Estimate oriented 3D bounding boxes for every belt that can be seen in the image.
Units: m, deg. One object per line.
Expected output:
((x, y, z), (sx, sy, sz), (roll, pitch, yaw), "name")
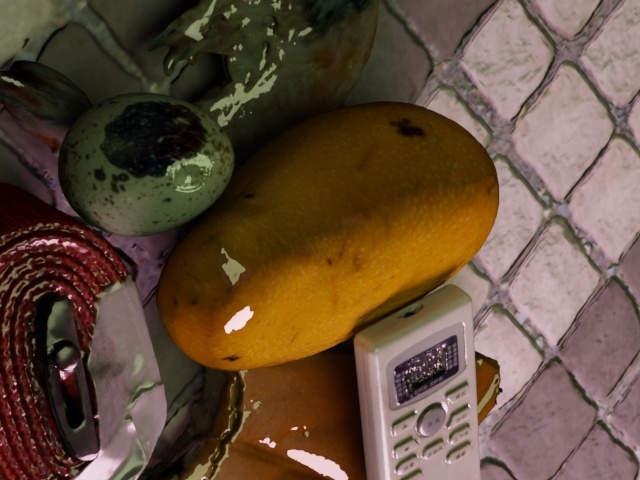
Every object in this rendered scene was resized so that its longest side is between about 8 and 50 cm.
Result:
((-0.171, 0.070, 1.153), (0.128, 0.124, 0.201), (-24, 117, -26), "belt")

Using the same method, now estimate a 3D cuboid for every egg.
((-0.102, -0.045, 1.129), (0.085, 0.110, 0.085), (5, 84, -57), "egg")

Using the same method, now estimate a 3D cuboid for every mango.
((-0.003, -0.005, 1.228), (0.295, 0.120, 0.177), (-16, 148, -44), "mango")

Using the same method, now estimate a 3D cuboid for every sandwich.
((0.001, 0.123, 1.330), (0.245, 0.063, 0.212), (-51, 126, -13), "sandwich")

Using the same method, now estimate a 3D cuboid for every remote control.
((0.067, 0.122, 1.294), (0.087, 0.029, 0.190), (-26, 131, -26), "remote control")

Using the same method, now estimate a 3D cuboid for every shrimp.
((-0.106, -0.148, 1.171), (0.360, 0.085, 0.247), (21, 98, -42), "shrimp")
